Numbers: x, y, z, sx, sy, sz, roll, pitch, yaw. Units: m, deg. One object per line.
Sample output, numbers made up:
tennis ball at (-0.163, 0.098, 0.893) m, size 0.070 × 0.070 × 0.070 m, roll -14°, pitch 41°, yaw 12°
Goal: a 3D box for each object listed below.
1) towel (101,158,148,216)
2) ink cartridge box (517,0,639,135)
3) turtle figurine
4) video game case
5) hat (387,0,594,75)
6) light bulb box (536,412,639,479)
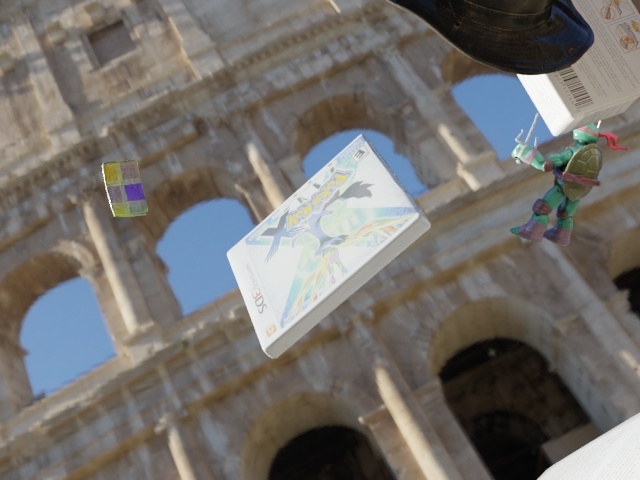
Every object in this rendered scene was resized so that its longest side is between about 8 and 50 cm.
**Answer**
towel at (-0.280, -0.075, 1.475) m, size 0.060 × 0.083 × 0.009 m, roll -6°, pitch -9°, yaw -42°
ink cartridge box at (0.394, -0.328, 1.551) m, size 0.261 × 0.296 × 0.066 m, roll -20°, pitch -16°, yaw -22°
turtle figurine at (0.389, -0.110, 1.636) m, size 0.175 × 0.118 × 0.234 m, roll 12°, pitch -76°, yaw -24°
video game case at (0.000, 0.000, 1.703) m, size 0.329 × 0.300 × 0.036 m, roll -41°, pitch -56°, yaw 9°
hat at (0.239, -0.377, 1.387) m, size 0.331 × 0.331 × 0.134 m, roll -6°, pitch -40°, yaw -27°
light bulb box at (0.320, 0.328, 0.801) m, size 0.225 × 0.358 × 0.361 m, roll -38°, pitch -12°, yaw -30°
